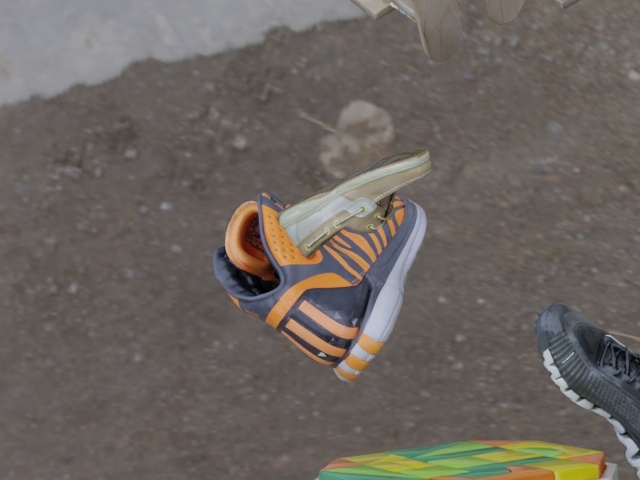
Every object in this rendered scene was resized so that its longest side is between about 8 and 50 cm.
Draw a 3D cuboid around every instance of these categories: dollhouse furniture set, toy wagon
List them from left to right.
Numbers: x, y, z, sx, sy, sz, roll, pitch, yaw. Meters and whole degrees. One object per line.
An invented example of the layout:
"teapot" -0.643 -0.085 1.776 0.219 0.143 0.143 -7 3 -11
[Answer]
"toy wagon" 0.098 0.231 1.365 0.267 0.344 0.068 -1 91 60
"dollhouse furniture set" 0.139 -0.279 1.555 0.242 0.161 0.212 -31 45 -14

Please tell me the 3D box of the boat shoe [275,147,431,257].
"boat shoe" 0.030 -0.026 1.125 0.135 0.050 0.045 -24 95 38

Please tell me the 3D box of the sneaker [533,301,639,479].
"sneaker" 0.299 0.137 1.457 0.106 0.078 0.234 -24 114 44

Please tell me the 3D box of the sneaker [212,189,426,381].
"sneaker" 0.000 0.000 1.578 0.180 0.321 0.125 33 113 -7
